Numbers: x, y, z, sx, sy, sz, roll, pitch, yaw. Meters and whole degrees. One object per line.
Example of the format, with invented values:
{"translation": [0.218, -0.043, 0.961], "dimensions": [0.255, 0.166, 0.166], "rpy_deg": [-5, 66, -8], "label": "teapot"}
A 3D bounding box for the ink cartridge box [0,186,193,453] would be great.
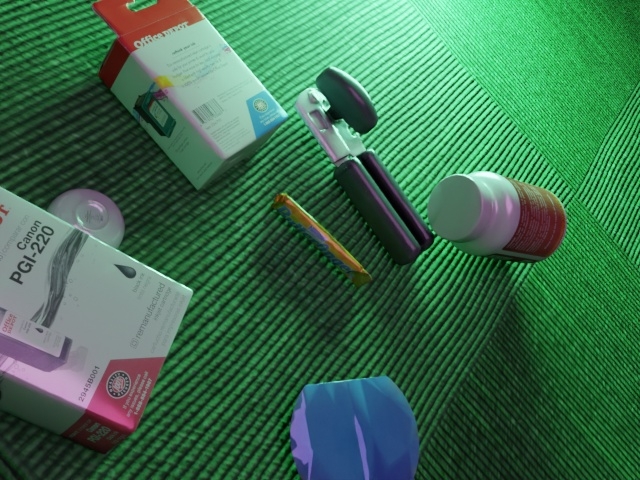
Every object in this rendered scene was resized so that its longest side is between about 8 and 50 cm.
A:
{"translation": [-0.249, 0.072, 0.642], "dimensions": [0.217, 0.092, 0.159], "rpy_deg": [30, 51, -17], "label": "ink cartridge box"}

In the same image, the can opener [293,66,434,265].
{"translation": [0.069, -0.105, 0.968], "dimensions": [0.076, 0.095, 0.283], "rpy_deg": [-33, 86, -42], "label": "can opener"}

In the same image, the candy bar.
{"translation": [0.000, 0.000, 0.897], "dimensions": [0.161, 0.040, 0.018], "rpy_deg": [43, 58, -7], "label": "candy bar"}

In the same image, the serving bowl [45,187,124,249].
{"translation": [-0.243, -0.021, 0.741], "dimensions": [0.083, 0.027, 0.083], "rpy_deg": [18, 56, -28], "label": "serving bowl"}

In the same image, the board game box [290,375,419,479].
{"translation": [0.035, 0.228, 0.801], "dimensions": [0.168, 0.033, 0.133], "rpy_deg": [0, 70, -30], "label": "board game box"}

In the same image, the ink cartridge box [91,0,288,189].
{"translation": [-0.167, -0.193, 0.859], "dimensions": [0.231, 0.078, 0.134], "rpy_deg": [50, 47, -2], "label": "ink cartridge box"}

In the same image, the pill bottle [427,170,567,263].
{"translation": [0.255, -0.034, 1.024], "dimensions": [0.216, 0.121, 0.121], "rpy_deg": [9, 60, -45], "label": "pill bottle"}
